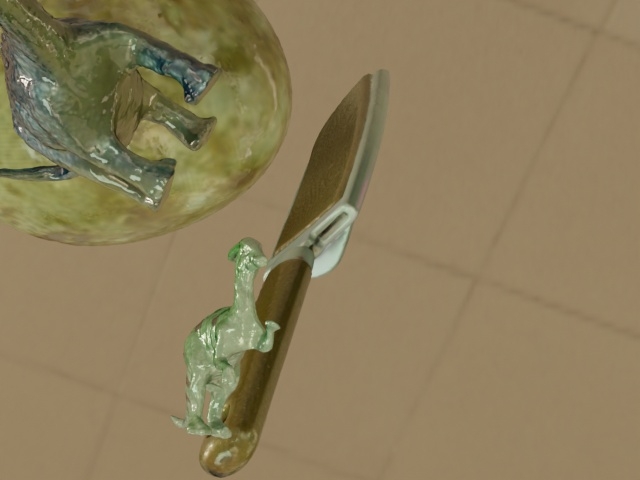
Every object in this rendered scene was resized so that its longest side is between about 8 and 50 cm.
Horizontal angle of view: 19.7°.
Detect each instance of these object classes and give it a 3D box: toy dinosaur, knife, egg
[{"bbox_3d":[-0.034,0.031,0.582,0.021,0.083,0.062,8,84,-25],"label":"toy dinosaur"},{"bbox_3d":[-0.128,-0.077,1.003,0.147,0.076,0.363,28,165,8],"label":"toy dinosaur"},{"bbox_3d":[0.001,-0.001,0.878,0.027,0.343,0.061,41,118,-13],"label":"knife"},{"bbox_3d":[-0.150,-0.114,1.311,0.289,0.238,0.238,5,127,32],"label":"egg"}]
